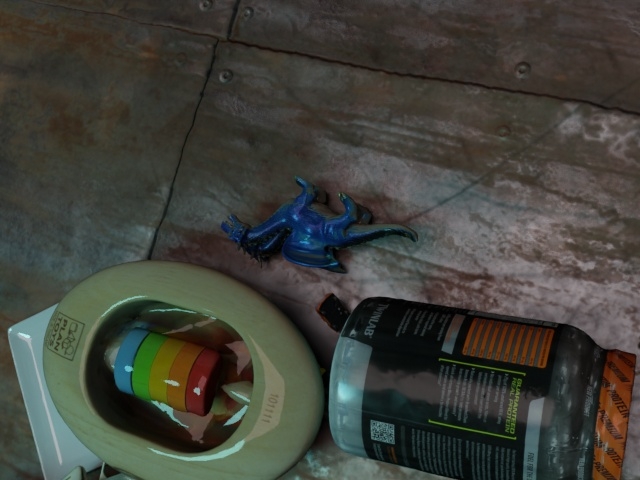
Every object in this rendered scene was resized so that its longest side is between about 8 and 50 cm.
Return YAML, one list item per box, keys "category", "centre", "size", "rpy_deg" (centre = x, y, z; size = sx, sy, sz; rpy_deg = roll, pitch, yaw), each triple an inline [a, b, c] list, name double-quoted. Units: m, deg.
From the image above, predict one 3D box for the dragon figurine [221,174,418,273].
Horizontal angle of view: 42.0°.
- category: "dragon figurine"
  centre: [0.000, 0.000, 1.184]
  size: [0.289, 0.085, 0.144]
  rpy_deg: [23, 89, 23]

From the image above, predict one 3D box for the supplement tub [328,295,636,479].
- category: "supplement tub"
  centre: [0.196, 0.189, 1.013]
  size: [0.338, 0.207, 0.207]
  rpy_deg: [8, 84, 22]

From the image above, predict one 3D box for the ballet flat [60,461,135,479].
- category: "ballet flat"
  centre: [-0.330, 0.358, 1.224]
  size: [0.213, 0.072, 0.068]
  rpy_deg: [-8, 71, -11]

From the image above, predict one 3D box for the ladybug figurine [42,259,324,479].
- category: "ladybug figurine"
  centre: [-0.191, 0.186, 1.180]
  size: [0.449, 0.162, 0.305]
  rpy_deg: [18, 88, 22]

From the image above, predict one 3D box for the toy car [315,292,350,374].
- category: "toy car"
  centre: [-0.005, 0.132, 1.181]
  size: [0.040, 0.060, 0.122]
  rpy_deg: [20, 80, 54]

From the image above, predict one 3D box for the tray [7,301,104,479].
- category: "tray"
  centre: [-0.402, 0.237, 1.322]
  size: [0.145, 0.030, 0.270]
  rpy_deg: [-26, 73, 15]
